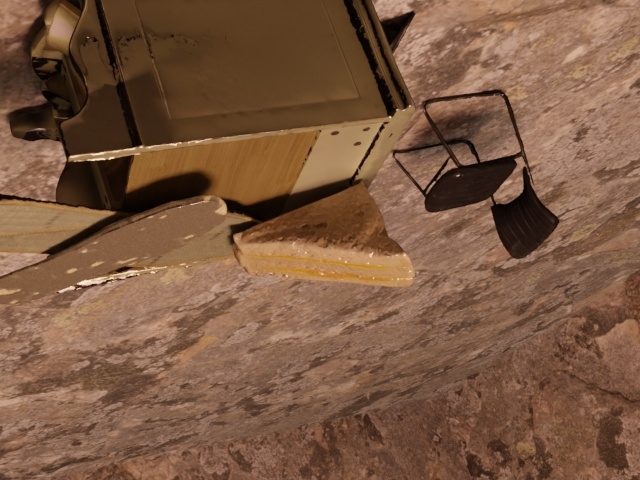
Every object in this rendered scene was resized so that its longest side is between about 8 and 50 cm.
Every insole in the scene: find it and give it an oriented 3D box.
[{"bbox_3d":[-0.199,0.010,0.936,0.248,0.011,0.081,-21,156,10],"label":"insole"},{"bbox_3d":[-0.186,-0.005,0.936,0.348,0.009,0.119,5,148,-45],"label":"insole"}]

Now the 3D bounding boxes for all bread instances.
[{"bbox_3d":[0.002,0.019,1.003,0.152,0.105,0.077,-24,152,-8],"label":"bread"}]

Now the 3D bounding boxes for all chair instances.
[{"bbox_3d":[0.224,-0.081,1.461,0.145,0.221,0.140,-13,158,-24],"label":"chair"}]

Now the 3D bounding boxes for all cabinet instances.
[{"bbox_3d":[-0.128,-0.127,1.012,0.318,0.227,0.290,-11,157,-21],"label":"cabinet"}]

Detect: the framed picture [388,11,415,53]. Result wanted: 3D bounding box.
[{"bbox_3d":[0.035,-0.163,1.231,0.195,0.010,0.199,-54,178,-32],"label":"framed picture"}]
